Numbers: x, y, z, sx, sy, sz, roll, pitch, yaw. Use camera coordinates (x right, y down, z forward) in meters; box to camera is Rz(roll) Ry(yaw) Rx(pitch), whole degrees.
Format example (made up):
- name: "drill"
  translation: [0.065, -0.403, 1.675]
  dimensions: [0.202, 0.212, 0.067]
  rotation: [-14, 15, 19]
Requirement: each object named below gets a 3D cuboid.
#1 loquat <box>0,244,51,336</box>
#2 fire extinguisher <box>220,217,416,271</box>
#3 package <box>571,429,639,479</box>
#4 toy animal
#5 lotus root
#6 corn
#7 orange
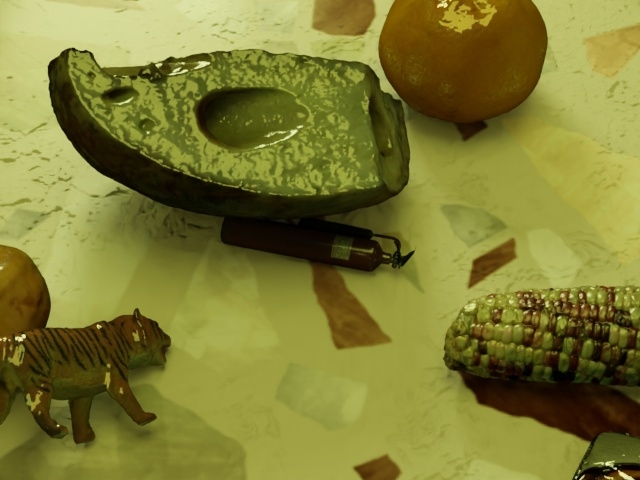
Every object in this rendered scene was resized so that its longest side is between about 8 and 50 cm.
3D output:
- name: "loquat"
  translation: [-0.286, 0.059, 1.511]
  dimensions: [0.137, 0.113, 0.137]
  rotation: [-29, 16, 9]
- name: "fire extinguisher"
  translation: [0.000, 0.000, 1.627]
  dimensions: [0.173, 0.035, 0.049]
  rotation: [11, 12, 8]
- name: "package"
  translation: [0.240, 0.245, 1.399]
  dimensions: [0.154, 0.030, 0.239]
  rotation: [3, 51, 35]
- name: "toy animal"
  translation: [-0.206, 0.112, 1.468]
  dimensions: [0.241, 0.057, 0.099]
  rotation: [-3, 72, -49]
- name: "lotus root"
  translation: [-0.078, -0.082, 1.610]
  dimensions: [0.314, 0.210, 0.142]
  rotation: [1, 78, 2]
- name: "corn"
  translation: [0.228, 0.079, 1.528]
  dimensions: [0.253, 0.086, 0.086]
  rotation: [0, 50, 3]
- name: "orange"
  translation: [0.133, -0.188, 1.716]
  dimensions: [0.159, 0.136, 0.159]
  rotation: [-1, 50, 2]
